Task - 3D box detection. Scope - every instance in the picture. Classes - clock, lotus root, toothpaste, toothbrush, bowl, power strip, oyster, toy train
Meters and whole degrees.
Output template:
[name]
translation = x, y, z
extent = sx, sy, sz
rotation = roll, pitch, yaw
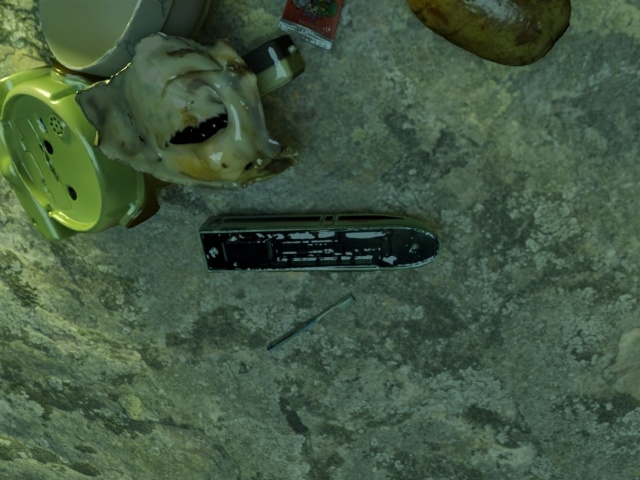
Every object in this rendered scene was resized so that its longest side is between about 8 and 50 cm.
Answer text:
[clock]
translation = -0.385, -0.139, 0.867
extent = 0.349, 0.117, 0.285
rotation = -1, 117, 38
[lotus root]
translation = 0.204, -0.331, 0.713
extent = 0.260, 0.128, 0.145
rotation = 31, 104, -7
[toothpaste]
translation = 0.014, -0.396, 0.767
extent = 0.090, 0.057, 0.234
rotation = 23, 125, -1
[toothbrush]
translation = -0.021, 0.164, 1.058
extent = 0.220, 0.016, 0.019
rotation = -34, 113, 22
[bowl]
translation = -0.252, -0.358, 0.745
extent = 0.287, 0.144, 0.286
rotation = -2, 87, 39
[power strip]
translation = -0.143, -0.230, 0.842
extent = 0.257, 0.105, 0.070
rotation = -23, 111, 21
[oyster]
translation = -0.166, -0.164, 0.747
extent = 0.276, 0.100, 0.271
rotation = -14, 144, -12
[toy train]
translation = 0.000, 0.000, 0.933
extent = 0.408, 0.088, 0.086
rotation = 0, 117, 11
